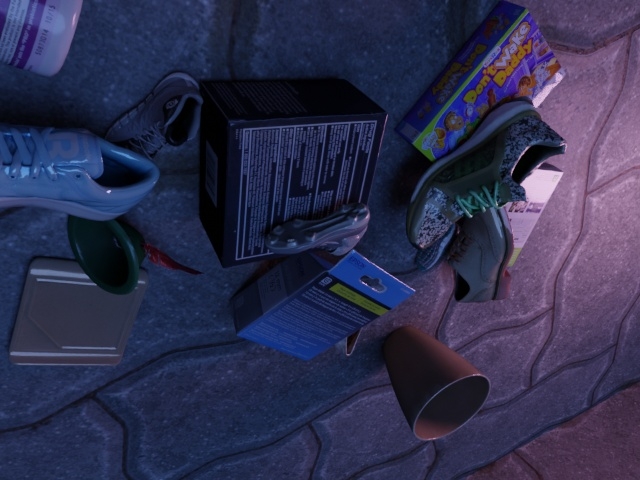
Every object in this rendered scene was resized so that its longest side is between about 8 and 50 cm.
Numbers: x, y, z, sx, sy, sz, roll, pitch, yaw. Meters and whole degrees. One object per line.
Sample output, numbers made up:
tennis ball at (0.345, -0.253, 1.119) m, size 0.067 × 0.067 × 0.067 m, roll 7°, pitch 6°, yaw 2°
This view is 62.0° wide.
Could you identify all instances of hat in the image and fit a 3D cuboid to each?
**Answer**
hat at (-0.351, -0.007, 1.029) m, size 0.183 × 0.172 × 0.209 m, roll -41°, pitch 147°, yaw -49°

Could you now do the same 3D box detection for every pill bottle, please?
pill bottle at (-0.460, -0.327, 0.637) m, size 0.301 × 0.169 × 0.169 m, roll 12°, pitch 116°, yaw -37°

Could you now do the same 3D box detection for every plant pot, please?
plant pot at (0.306, 0.388, 1.557) m, size 0.256 × 0.274 × 0.257 m, roll -15°, pitch 129°, yaw -19°

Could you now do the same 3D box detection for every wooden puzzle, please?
wooden puzzle at (-0.485, 0.147, 1.073) m, size 0.220 × 0.044 × 0.239 m, roll 10°, pitch 113°, yaw -35°

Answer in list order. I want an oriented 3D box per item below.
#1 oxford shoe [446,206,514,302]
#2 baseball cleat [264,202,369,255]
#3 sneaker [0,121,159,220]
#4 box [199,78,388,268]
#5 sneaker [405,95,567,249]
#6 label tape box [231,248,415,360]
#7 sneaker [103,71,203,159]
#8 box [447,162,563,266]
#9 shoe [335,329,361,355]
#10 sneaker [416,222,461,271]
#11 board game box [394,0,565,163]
oxford shoe at (0.402, 0.021, 1.371) m, size 0.146 × 0.140 × 0.397 m, roll -16°, pitch 124°, yaw 0°
baseball cleat at (0.000, 0.000, 0.979) m, size 0.205 × 0.072 × 0.109 m, roll -18°, pitch 139°, yaw -14°
sneaker at (-0.390, -0.121, 0.747) m, size 0.150 × 0.135 × 0.366 m, roll -26°, pitch 165°, yaw 28°
box at (-0.065, -0.133, 1.007) m, size 0.293 × 0.183 × 0.296 m, roll -8°, pitch 129°, yaw -25°
sneaker at (0.356, -0.122, 1.156) m, size 0.410 × 0.182 × 0.158 m, roll -48°, pitch 133°, yaw 10°
label tape box at (0.004, 0.129, 1.232) m, size 0.347 × 0.115 × 0.249 m, roll -38°, pitch 136°, yaw 22°
sneaker at (-0.279, -0.173, 0.885) m, size 0.229 × 0.132 × 0.086 m, roll -48°, pitch 133°, yaw 9°
box at (0.512, -0.069, 1.487) m, size 0.232 × 0.058 × 0.322 m, roll 1°, pitch 121°, yaw -31°
shoe at (0.097, 0.220, 1.456) m, size 0.076 × 0.058 × 0.219 m, roll 3°, pitch 121°, yaw -33°
sneaker at (0.326, 0.019, 1.440) m, size 0.076 × 0.065 × 0.166 m, roll 16°, pitch 116°, yaw -42°
board game box at (0.361, -0.311, 1.197) m, size 0.233 × 0.078 × 0.347 m, roll 29°, pitch 106°, yaw -41°
